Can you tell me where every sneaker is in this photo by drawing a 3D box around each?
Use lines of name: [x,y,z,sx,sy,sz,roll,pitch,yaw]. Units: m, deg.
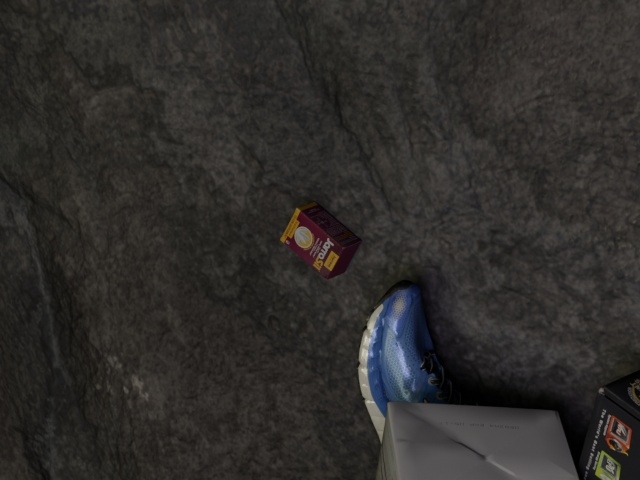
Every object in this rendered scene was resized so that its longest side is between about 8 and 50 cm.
sneaker: [0.141,0.201,1.862,0.147,0.130,0.330,-6,106,26]

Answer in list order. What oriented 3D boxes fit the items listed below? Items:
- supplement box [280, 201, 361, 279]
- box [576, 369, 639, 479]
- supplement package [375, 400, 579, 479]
supplement box: [0.000,0.000,1.939,0.083,0.043,0.055,39,121,20]
box: [0.393,0.380,1.661,0.318,0.097,0.394,37,130,38]
supplement package: [0.162,0.344,1.733,0.199,0.198,0.262,4,120,-6]
